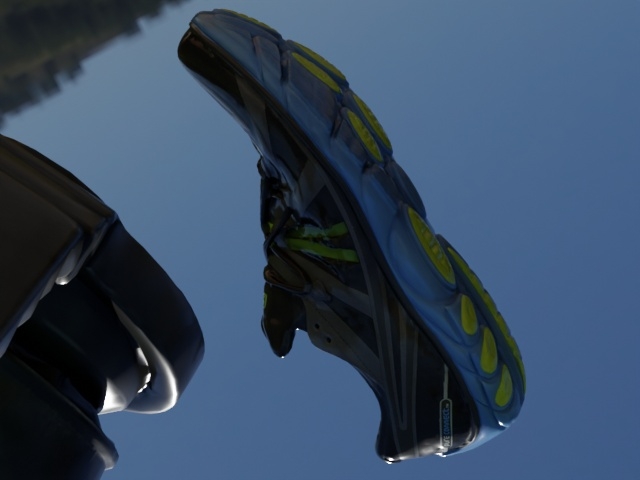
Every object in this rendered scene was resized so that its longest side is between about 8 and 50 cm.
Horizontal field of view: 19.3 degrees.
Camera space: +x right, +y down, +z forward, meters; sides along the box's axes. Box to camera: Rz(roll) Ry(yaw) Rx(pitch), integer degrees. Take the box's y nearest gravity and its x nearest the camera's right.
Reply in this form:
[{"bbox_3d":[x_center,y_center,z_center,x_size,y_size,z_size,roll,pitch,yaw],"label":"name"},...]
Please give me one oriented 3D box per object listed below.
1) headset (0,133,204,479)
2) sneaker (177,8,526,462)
[{"bbox_3d":[-0.161,0.059,0.528,0.243,0.185,0.394,-55,-178,5],"label":"headset"},{"bbox_3d":[0.000,0.000,0.681,0.078,0.188,0.067,-31,-176,17],"label":"sneaker"}]
